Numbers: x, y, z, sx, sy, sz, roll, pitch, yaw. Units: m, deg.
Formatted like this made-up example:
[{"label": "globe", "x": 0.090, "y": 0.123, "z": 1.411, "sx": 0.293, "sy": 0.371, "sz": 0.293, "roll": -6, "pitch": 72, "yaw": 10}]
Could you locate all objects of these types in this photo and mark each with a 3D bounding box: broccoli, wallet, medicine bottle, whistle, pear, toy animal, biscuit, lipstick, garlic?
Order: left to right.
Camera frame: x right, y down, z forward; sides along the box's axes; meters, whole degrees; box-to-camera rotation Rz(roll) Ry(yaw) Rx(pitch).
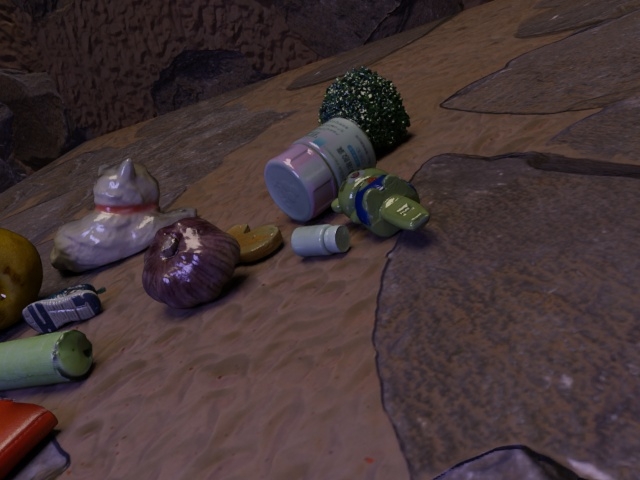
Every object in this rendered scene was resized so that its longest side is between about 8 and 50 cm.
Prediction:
[{"label": "wallet", "x": -0.428, "y": 0.276, "z": 0.733, "sx": 0.142, "sy": 0.045, "sz": 0.204, "roll": -4, "pitch": 30, "yaw": 33}, {"label": "pear", "x": -0.636, "y": 0.072, "z": 1.172, "sx": 0.209, "sy": 0.209, "sz": 0.209, "roll": -20, "pitch": 23, "yaw": 9}, {"label": "lipstick", "x": -0.469, "y": 0.187, "z": 0.928, "sx": 0.304, "sy": 0.076, "sz": 0.076, "roll": -12, "pitch": 25, "yaw": 26}, {"label": "toy animal", "x": -0.474, "y": -0.052, "z": 1.332, "sx": 0.308, "sy": 0.188, "sz": 0.266, "roll": 6, "pitch": 45, "yaw": 44}, {"label": "garlic", "x": -0.206, "y": 0.032, "z": 0.948, "sx": 0.159, "sy": 0.102, "sz": 0.147, "roll": -6, "pitch": 66, "yaw": 25}, {"label": "biscuit", "x": -0.170, "y": 0.021, "z": 1.061, "sx": 0.234, "sy": 0.030, "sz": 0.153, "roll": -13, "pitch": 29, "yaw": 23}, {"label": "medicine bottle", "x": 0.000, "y": -0.125, "z": 1.091, "sx": 0.168, "sy": 0.135, "sz": 0.135, "roll": -36, "pitch": 26, "yaw": -29}, {"label": "medicine bottle", "x": 0.000, "y": 0.000, "z": 0.927, "sx": 0.083, "sy": 0.047, "sz": 0.047, "roll": -4, "pitch": 30, "yaw": 36}, {"label": "broccoli", "x": 0.075, "y": -0.235, "z": 1.289, "sx": 0.194, "sy": 0.194, "sz": 0.220, "roll": 6, "pitch": 60, "yaw": 49}, {"label": "whistle", "x": 0.090, "y": -0.057, "z": 0.918, "sx": 0.105, "sy": 0.085, "sz": 0.227, "roll": -36, "pitch": 25, "yaw": -7}]

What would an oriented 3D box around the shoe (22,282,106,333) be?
[{"label": "shoe", "x": -0.449, "y": 0.113, "z": 1.082, "sx": 0.143, "sy": 0.064, "sz": 0.071, "roll": -19, "pitch": 24, "yaw": 4}]
